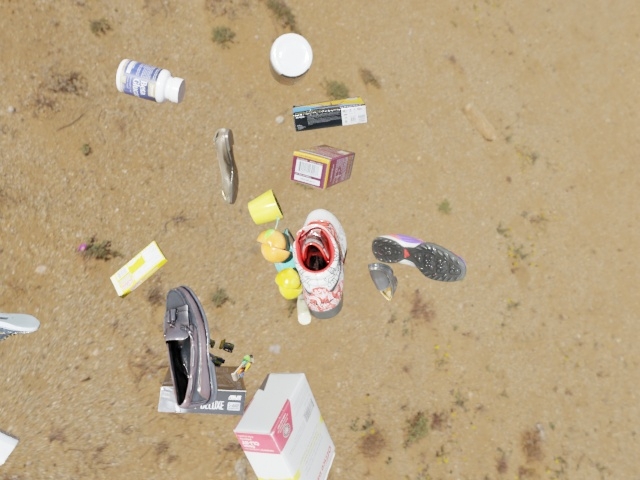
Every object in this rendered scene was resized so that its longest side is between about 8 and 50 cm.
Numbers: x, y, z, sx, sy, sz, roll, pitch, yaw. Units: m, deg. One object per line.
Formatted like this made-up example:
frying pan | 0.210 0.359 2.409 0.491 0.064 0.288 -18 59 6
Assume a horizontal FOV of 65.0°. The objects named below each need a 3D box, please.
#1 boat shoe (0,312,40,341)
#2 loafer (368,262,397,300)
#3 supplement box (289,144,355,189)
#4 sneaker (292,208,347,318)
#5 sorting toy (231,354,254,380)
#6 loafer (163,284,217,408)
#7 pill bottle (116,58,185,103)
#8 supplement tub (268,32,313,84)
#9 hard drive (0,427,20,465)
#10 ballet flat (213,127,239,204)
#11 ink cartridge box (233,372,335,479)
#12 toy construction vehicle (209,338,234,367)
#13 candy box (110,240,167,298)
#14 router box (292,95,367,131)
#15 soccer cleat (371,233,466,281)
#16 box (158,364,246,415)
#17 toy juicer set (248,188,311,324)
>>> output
boat shoe | -0.956 0.273 1.547 0.183 0.083 0.065 9 26 -4
loafer | 0.178 0.114 1.413 0.170 0.062 0.061 43 47 -50
supplement box | 0.009 -0.203 1.368 0.104 0.080 0.188 19 22 20
sneaker | 0.001 0.000 0.956 0.090 0.145 0.270 -5 48 5
sorting toy | -0.170 0.279 1.109 0.012 0.083 0.062 39 65 17
loafer | -0.330 0.256 1.221 0.095 0.109 0.302 0 69 -56
pill bottle | -0.472 -0.440 1.409 0.169 0.094 0.094 15 59 -2
supplement tub | -0.087 -0.504 1.420 0.117 0.190 0.117 -1 99 -8
hard drive | -0.666 0.260 0.805 0.353 0.233 0.047 37 53 -16
ballet flat | -0.298 -0.231 1.578 0.058 0.250 0.084 2 30 6
ink cartridge box | -0.110 0.699 1.749 0.279 0.160 0.384 -55 131 -55
toy construction vehicle | -0.309 0.327 1.504 0.098 0.035 0.086 26 45 -13
candy box | -0.644 0.102 1.781 0.206 0.027 0.105 -41 56 -2
router box | 0.020 -0.321 1.269 0.179 0.133 0.046 -8 115 0
soccer cleat | 0.305 0.038 1.499 0.116 0.318 0.108 -19 114 -42
box | -0.365 0.459 1.573 0.242 0.307 0.076 7 88 -11
toy juicer set | -0.050 0.060 1.109 0.209 0.089 0.329 -110 177 -50
